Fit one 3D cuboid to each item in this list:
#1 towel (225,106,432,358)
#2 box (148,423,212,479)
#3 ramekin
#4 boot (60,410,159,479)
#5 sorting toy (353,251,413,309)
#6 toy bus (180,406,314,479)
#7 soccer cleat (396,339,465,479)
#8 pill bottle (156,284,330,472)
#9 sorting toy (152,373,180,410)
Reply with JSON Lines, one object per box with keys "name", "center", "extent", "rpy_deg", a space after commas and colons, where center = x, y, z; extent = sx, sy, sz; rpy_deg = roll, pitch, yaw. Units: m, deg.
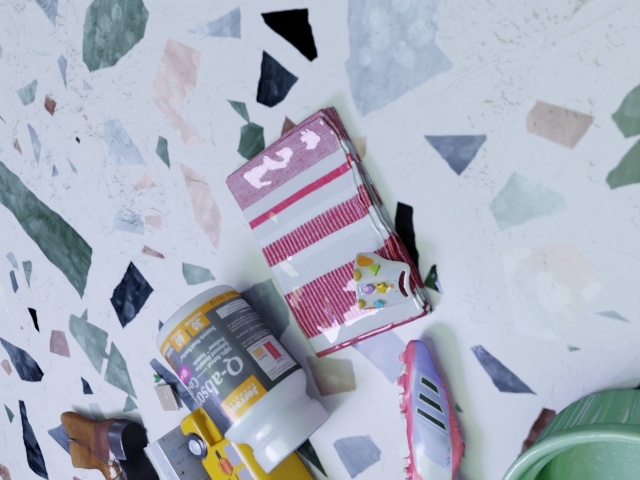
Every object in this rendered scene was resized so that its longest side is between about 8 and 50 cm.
{"name": "towel", "center": [0.000, 0.000, 0.880], "extent": [0.237, 0.037, 0.329], "rpy_deg": [-29, 86, 38]}
{"name": "box", "center": [-0.206, 0.416, 1.075], "extent": [0.038, 0.145, 0.186], "rpy_deg": [-38, 81, 35]}
{"name": "ramekin", "center": [0.362, 0.317, 0.650], "extent": [0.303, 0.148, 0.303], "rpy_deg": [10, 109, 32]}
{"name": "boot", "center": [-0.500, 0.530, 1.344], "extent": [0.280, 0.096, 0.264], "rpy_deg": [-9, 98, 37]}
{"name": "sorting toy", "center": [0.087, 0.059, 0.796], "extent": [0.075, 0.045, 0.083], "rpy_deg": [-6, 104, 18]}
{"name": "toy bus", "center": [-0.100, 0.417, 1.024], "extent": [0.130, 0.108, 0.333], "rpy_deg": [-42, 79, 35]}
{"name": "soccer cleat", "center": [0.159, 0.257, 0.830], "extent": [0.095, 0.083, 0.248], "rpy_deg": [-3, 98, 5]}
{"name": "pill bottle", "center": [-0.123, 0.220, 0.950], "extent": [0.278, 0.162, 0.162], "rpy_deg": [47, 124, 15]}
{"name": "sorting toy", "center": [-0.318, 0.310, 1.204], "extent": [0.062, 0.012, 0.083], "rpy_deg": [-14, 98, 41]}
